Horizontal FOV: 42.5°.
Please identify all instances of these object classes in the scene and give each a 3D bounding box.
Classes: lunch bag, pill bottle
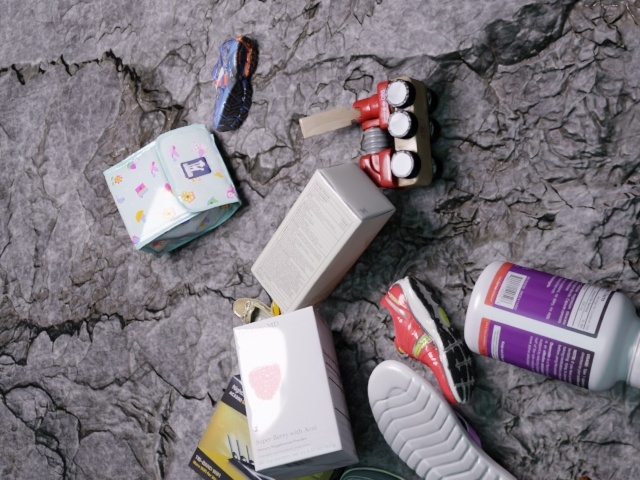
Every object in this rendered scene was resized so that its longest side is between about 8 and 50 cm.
[{"bbox_3d":[-0.329,-0.118,1.880,0.262,0.160,0.223,-29,72,11],"label":"lunch bag"},{"bbox_3d":[0.436,0.159,1.480,0.322,0.181,0.182,17,96,25],"label":"pill bottle"}]

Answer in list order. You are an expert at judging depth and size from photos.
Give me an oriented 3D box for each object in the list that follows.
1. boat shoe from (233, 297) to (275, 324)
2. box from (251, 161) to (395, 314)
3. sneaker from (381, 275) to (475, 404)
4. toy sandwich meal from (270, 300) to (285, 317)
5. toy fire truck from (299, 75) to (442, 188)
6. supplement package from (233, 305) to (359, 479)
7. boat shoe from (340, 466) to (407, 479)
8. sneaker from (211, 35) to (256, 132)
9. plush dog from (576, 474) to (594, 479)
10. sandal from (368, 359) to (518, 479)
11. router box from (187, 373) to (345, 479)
[{"bbox_3d":[-0.137,0.170,1.833,0.153,0.048,0.056,25,99,24],"label":"boat shoe"},{"bbox_3d":[0.000,0.000,1.676,0.148,0.121,0.311,52,130,17],"label":"box"},{"bbox_3d":[0.212,0.209,1.645,0.118,0.107,0.279,-39,63,29],"label":"sneaker"},{"bbox_3d":[-0.070,0.146,1.791,0.085,0.029,0.086,-1,57,2],"label":"toy sandwich meal"},{"bbox_3d":[0.101,-0.209,1.686,0.246,0.158,0.217,-6,86,38],"label":"toy fire truck"},{"bbox_3d":[-0.050,0.311,1.656,0.177,0.175,0.293,-16,64,8],"label":"supplement package"},{"bbox_3d":[0.164,0.559,1.644,0.319,0.099,0.116,27,100,24],"label":"boat shoe"},{"bbox_3d":[-0.208,-0.355,1.879,0.087,0.083,0.221,12,88,39],"label":"sneaker"},{"bbox_3d":[0.474,0.552,1.438,0.225,0.210,0.262,-32,99,-8],"label":"plush dog"},{"bbox_3d":[0.251,0.402,1.615,0.416,0.102,0.169,49,124,6],"label":"sandal"},{"bbox_3d":[-0.111,0.473,1.792,0.308,0.081,0.243,31,101,24],"label":"router box"}]
